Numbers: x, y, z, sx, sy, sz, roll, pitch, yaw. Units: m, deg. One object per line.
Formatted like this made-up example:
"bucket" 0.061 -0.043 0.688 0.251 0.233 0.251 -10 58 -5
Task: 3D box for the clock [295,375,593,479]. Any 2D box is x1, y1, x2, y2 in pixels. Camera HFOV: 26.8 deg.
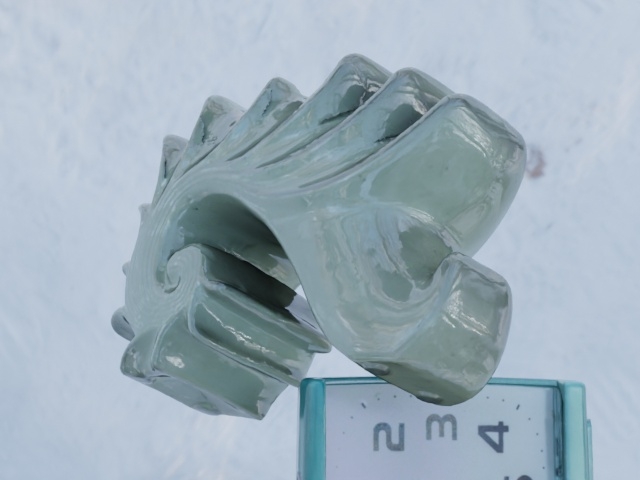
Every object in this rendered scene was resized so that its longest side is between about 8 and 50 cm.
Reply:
"clock" 0.091 0.239 1.046 0.231 0.116 0.262 1 81 -10

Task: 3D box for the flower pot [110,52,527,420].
"flower pot" 0.000 0.000 1.034 0.164 0.367 0.254 31 62 -35
